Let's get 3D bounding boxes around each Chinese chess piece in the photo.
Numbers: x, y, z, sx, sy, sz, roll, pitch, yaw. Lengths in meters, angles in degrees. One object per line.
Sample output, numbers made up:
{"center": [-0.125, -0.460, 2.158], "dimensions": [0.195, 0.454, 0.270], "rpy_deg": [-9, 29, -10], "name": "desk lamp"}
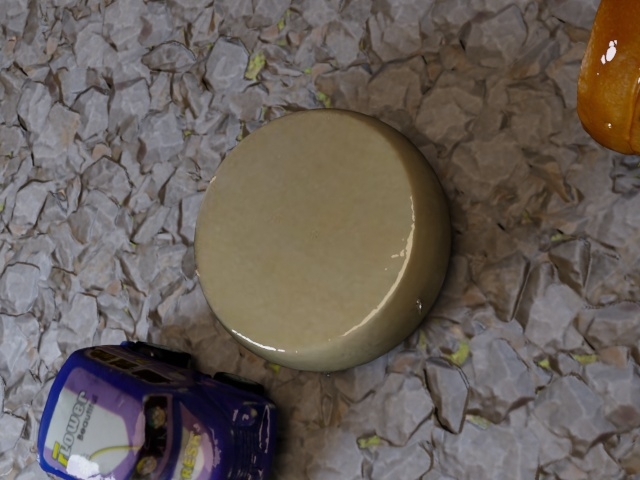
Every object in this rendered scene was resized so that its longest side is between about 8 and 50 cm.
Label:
{"center": [0.000, 0.000, 0.981], "dimensions": [0.273, 0.102, 0.273], "rpy_deg": [-7, 75, 25], "name": "Chinese chess piece"}

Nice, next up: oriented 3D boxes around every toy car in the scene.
{"center": [-0.170, 0.200, 0.987], "dimensions": [0.235, 0.158, 0.172], "rpy_deg": [13, 86, 28], "name": "toy car"}

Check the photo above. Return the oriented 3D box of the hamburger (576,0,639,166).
{"center": [0.351, -0.155, 0.757], "dimensions": [0.225, 0.291, 0.291], "rpy_deg": [30, 93, 27], "name": "hamburger"}
